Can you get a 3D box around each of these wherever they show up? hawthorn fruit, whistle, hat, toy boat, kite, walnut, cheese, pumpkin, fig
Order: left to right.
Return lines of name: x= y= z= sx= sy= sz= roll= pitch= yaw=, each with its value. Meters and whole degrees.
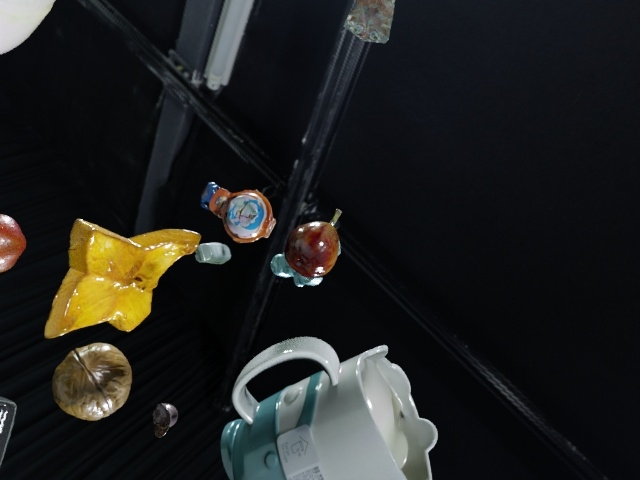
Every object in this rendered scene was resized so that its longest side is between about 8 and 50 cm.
hawthorn fruit: x=-0.842 y=0.010 z=1.259 sx=0.163 sy=0.203 sz=0.162 roll=1 pitch=-87 yaw=24
walnut: x=-0.519 y=0.321 z=1.179 sx=0.167 sy=0.167 sz=0.207 roll=42 pitch=-33 yaw=15
pumpkin: x=-0.425 y=0.082 z=1.117 sx=0.095 sy=0.290 sz=0.258 roll=23 pitch=-82 yaw=36
hat: x=-0.305 y=0.359 z=1.035 sx=0.087 sy=0.042 sz=0.058 roll=5 pitch=-101 yaw=57
toy boat: x=-0.379 y=0.048 z=1.834 sx=0.085 sy=0.260 sz=0.078 roll=-18 pitch=-94 yaw=6
cheese: x=-0.326 y=-0.116 z=2.033 sx=0.329 sy=0.129 sz=0.217 roll=29 pitch=-88 yaw=14
whistle: x=-0.048 y=0.055 z=1.554 sx=0.274 sy=0.093 sz=0.186 roll=-23 pitch=-118 yaw=40
fig: x=0.000 y=0.000 z=0.830 sx=0.089 sy=0.125 sz=0.089 roll=23 pitch=-45 yaw=24
kite: x=0.142 y=-0.616 z=1.289 sx=0.127 sy=0.016 sz=0.229 roll=22 pitch=-68 yaw=13

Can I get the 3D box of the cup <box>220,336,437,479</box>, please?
cup: x=0.002 y=0.272 z=0.727 sx=0.258 sy=0.219 sz=0.289 roll=-27 pitch=-76 yaw=15

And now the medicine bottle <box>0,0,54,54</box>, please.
medicine bottle: x=-0.471 y=-0.394 z=0.686 sx=0.406 sy=0.236 sz=0.235 roll=-35 pitch=-92 yaw=27

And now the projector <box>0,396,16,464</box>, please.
projector: x=-0.765 y=0.331 z=0.797 sx=0.405 sy=0.242 sz=0.395 roll=9 pitch=-22 yaw=-7
